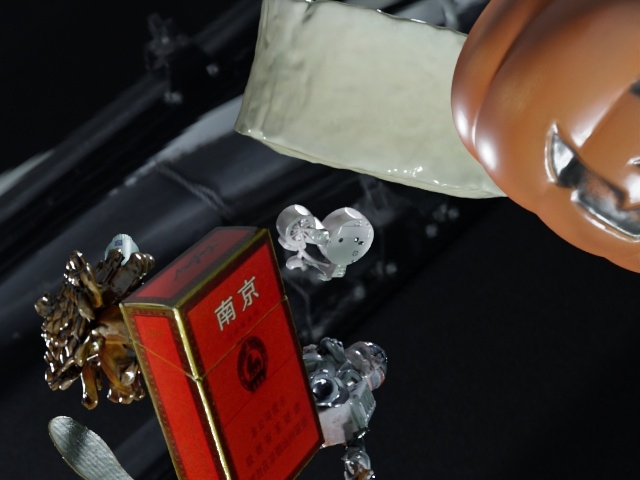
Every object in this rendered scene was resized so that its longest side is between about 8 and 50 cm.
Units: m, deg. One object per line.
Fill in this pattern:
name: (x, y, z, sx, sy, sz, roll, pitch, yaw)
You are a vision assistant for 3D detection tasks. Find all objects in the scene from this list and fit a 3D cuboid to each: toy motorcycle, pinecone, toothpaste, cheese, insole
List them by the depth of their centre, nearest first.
cheese: (0.074, -0.140, 1.201, 0.292, 0.332, 0.153, 14, -82, 5)
pinecone: (-0.224, 0.097, 1.313, 0.150, 0.195, 0.179, 24, -77, 29)
toy motorcycle: (-0.006, 0.192, 1.321, 0.207, 0.134, 0.401, -19, -173, -3)
insole: (-0.244, 0.267, 1.361, 0.188, 0.004, 0.064, 40, -147, 14)
toothpaste: (-0.260, 0.064, 1.565, 0.297, 0.048, 0.075, -112, -136, -64)

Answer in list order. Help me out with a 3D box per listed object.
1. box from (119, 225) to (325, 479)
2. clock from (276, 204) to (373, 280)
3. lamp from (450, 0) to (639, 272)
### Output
box: (-0.081, 0.125, 1.079, 0.074, 0.240, 0.153, 3, -152, 36)
clock: (0.000, 0.000, 1.365, 0.041, 0.129, 0.087, 47, -64, 44)
lamp: (0.171, -0.080, 0.640, 0.164, 0.187, 0.188, -54, -137, 23)
